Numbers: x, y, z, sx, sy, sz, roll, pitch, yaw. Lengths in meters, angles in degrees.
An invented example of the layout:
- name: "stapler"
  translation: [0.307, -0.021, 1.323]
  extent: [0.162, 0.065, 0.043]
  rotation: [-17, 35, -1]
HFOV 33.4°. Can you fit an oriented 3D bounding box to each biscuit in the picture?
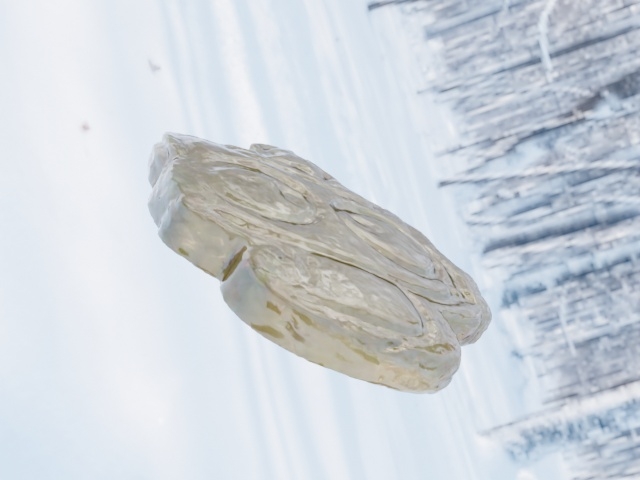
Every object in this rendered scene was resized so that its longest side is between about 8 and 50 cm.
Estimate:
- name: "biscuit"
  translation: [0.002, -0.004, 0.810]
  extent: [0.269, 0.051, 0.376]
  rotation: [21, 17, -20]
